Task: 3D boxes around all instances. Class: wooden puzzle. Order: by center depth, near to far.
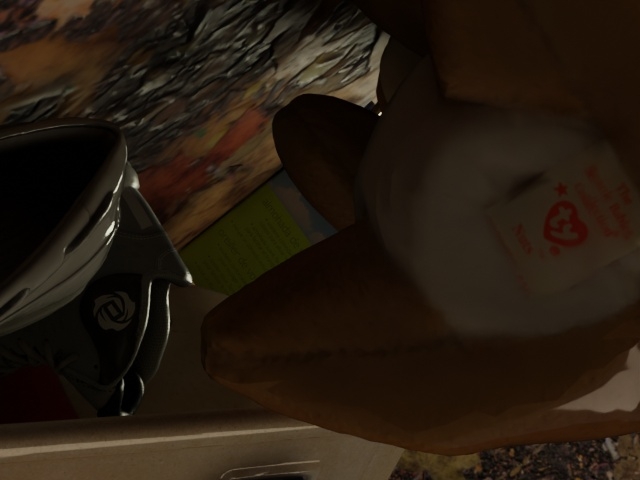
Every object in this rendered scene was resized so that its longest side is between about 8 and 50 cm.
[{"bbox_3d":[-0.115,0.224,0.991,0.348,0.080,0.322,-4,132,-39],"label":"wooden puzzle"}]

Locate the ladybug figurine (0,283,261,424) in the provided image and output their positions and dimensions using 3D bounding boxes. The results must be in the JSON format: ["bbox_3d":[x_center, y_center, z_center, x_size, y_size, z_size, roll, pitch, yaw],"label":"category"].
[{"bbox_3d":[-0.207,0.185,1.182,0.449,0.162,0.305,-44,-173,6],"label":"ladybug figurine"}]

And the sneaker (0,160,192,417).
[{"bbox_3d":[-0.168,0.065,1.024,0.228,0.132,0.086,-39,167,9],"label":"sneaker"}]

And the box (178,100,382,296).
[{"bbox_3d":[0.000,0.000,1.295,0.178,0.109,0.042,-38,163,7],"label":"box"}]

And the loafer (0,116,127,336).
[{"bbox_3d":[-0.209,0.018,0.832,0.319,0.112,0.111,-34,164,-49],"label":"loafer"}]

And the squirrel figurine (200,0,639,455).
[{"bbox_3d":[0.169,-0.026,1.061,0.370,0.397,0.281,-56,166,-77],"label":"squirrel figurine"}]
